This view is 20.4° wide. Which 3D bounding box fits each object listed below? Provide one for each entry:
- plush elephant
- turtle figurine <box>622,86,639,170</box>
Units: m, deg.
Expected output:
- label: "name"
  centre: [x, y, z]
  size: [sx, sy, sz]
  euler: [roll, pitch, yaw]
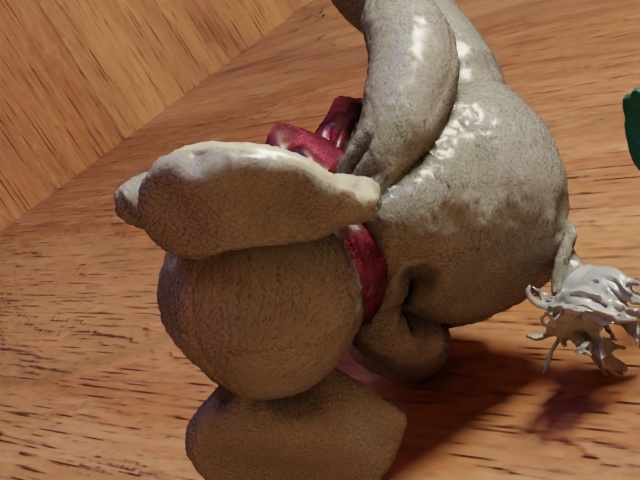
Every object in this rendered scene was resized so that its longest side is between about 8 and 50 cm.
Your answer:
- label: "plush elephant"
  centre: [0.000, 0.000, 1.039]
  size: [0.255, 0.272, 0.330]
  euler: [-11, 33, -22]
- label: "turtle figurine"
  centre: [0.296, -0.084, 1.012]
  size: [0.234, 0.118, 0.175]
  euler: [-24, 14, -29]
